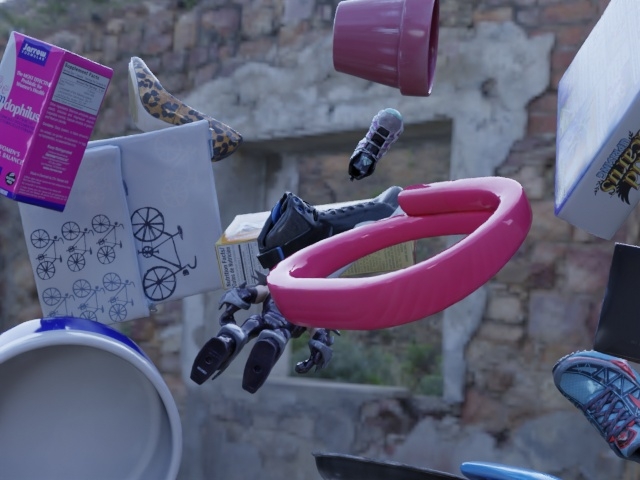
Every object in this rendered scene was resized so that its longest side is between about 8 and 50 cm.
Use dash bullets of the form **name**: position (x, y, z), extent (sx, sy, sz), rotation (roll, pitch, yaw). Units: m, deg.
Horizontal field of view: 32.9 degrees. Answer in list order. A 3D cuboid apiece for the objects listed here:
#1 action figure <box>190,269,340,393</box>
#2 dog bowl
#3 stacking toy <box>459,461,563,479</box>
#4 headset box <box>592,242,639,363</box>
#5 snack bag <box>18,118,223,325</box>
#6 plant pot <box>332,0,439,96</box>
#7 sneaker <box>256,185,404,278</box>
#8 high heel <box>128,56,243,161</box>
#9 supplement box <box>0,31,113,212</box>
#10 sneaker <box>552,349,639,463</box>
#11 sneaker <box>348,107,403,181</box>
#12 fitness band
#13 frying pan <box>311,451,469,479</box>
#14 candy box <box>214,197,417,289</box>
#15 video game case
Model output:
- **action figure**: position (-0.076, 0.131, 1.563), extent (0.185, 0.099, 0.285), rotation (23, 19, 13)
- **dog bowl**: position (-0.296, 0.223, 1.236), extent (0.265, 0.265, 0.104), rotation (5, 9, -18)
- **stacking toy**: position (0.216, 0.427, 1.293), extent (0.175, 0.302, 0.165), rotation (35, -19, -23)
- **headset box**: position (0.402, 0.086, 1.064), extent (0.218, 0.110, 0.293), rotation (12, -3, 25)
- **snack bag**: position (-0.321, -0.018, 1.823), extent (0.342, 0.323, 0.037), rotation (-13, 20, -18)
- **plant pot**: position (0.121, -0.370, 1.993), extent (0.180, 0.201, 0.201), rotation (6, -4, 10)
- **sneaker**: position (0.013, -0.029, 1.356), extent (0.217, 0.121, 0.079), rotation (-42, 13, -23)
- **high heel**: position (-0.265, -0.255, 2.085), extent (0.186, 0.261, 0.093), rotation (-10, -28, -20)
- **supplement box**: position (-0.399, -0.167, 1.533), extent (0.111, 0.220, 0.114), rotation (21, 2, 28)
- **sneaker**: position (0.468, 0.267, 1.645), extent (0.262, 0.104, 0.125), rotation (34, 26, 2)
- **sneaker**: position (0.061, -0.103, 1.252), extent (0.038, 0.069, 0.098), rotation (29, -42, -1)
- **fitness band**: position (0.071, 0.014, 1.012), extent (0.209, 0.054, 0.291), rotation (-35, 16, -29)
- **frying pan**: position (0.050, 0.299, 1.387), extent (0.197, 0.053, 0.326), rotation (18, -17, -28)
- **candy box**: position (0.000, 0.000, 1.799), extent (0.316, 0.088, 0.183), rotation (-7, 14, 9)
- **video game case**: position (0.301, -0.170, 0.993), extent (0.061, 0.244, 0.269), rotation (25, 37, -5)
